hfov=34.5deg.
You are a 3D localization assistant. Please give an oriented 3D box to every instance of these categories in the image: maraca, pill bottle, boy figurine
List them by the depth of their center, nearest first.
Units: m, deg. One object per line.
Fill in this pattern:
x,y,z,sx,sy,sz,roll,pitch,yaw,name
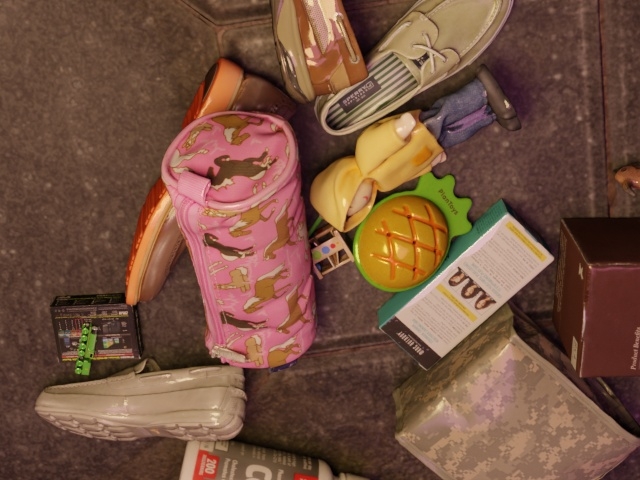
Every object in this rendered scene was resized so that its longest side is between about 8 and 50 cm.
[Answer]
0.111,-0.115,1.321,0.285,0.177,0.092,-32,71,5,boy figurine
0.126,-0.012,1.401,0.185,0.099,0.127,-41,105,-11,maraca
-0.074,0.391,1.528,0.283,0.161,0.161,13,112,-5,pill bottle

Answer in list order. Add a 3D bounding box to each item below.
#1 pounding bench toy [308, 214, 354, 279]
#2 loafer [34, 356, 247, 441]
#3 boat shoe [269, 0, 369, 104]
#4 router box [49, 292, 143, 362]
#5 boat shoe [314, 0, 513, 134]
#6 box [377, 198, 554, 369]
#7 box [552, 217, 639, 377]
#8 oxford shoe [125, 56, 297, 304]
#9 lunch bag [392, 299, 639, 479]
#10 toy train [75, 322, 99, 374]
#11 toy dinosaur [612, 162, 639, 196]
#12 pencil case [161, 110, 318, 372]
0.000,0.000,1.425,0.065,0.052,0.083,-28,110,11,pounding bench toy
-0.259,0.228,1.499,0.319,0.111,0.112,-1,150,12,loafer
-0.012,-0.332,1.241,0.119,0.122,0.324,-11,104,4,boat shoe
-0.321,0.126,1.484,0.122,0.038,0.092,-2,112,1,router box
0.122,-0.228,1.308,0.302,0.094,0.109,-39,107,15,boat shoe
0.201,0.063,1.447,0.100,0.060,0.244,42,106,-15,box
0.436,0.073,1.394,0.203,0.167,0.169,0,113,0,box
-0.154,-0.053,1.367,0.132,0.130,0.364,23,112,-18,oxford shoe
0.285,0.261,1.473,0.287,0.169,0.235,42,106,-11,lunch bag
-0.332,0.155,1.466,0.023,0.017,0.083,9,113,-14,toy train
0.541,-0.083,1.305,0.200,0.295,0.127,-17,87,-34,toy dinosaur
-0.091,0.011,1.289,0.160,0.167,0.386,-2,141,2,pencil case
